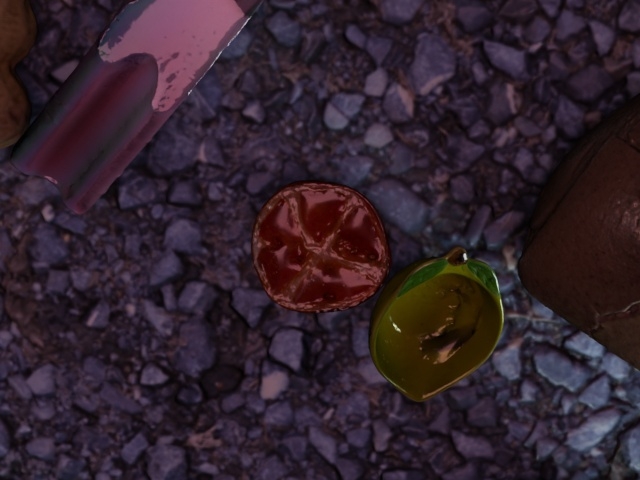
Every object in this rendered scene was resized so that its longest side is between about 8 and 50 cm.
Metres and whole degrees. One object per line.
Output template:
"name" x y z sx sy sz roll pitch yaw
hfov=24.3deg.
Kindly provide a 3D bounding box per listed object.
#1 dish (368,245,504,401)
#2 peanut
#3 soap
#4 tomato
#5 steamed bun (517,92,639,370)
"dish" 0.118 0.074 1.613 0.149 0.080 0.207 2 123 -18
"peanut" -0.353 -0.208 1.573 0.104 0.085 0.228 5 105 -3
"soap" -0.170 -0.193 1.505 0.109 0.193 0.324 36 128 -12
"tomato" 0.000 0.000 1.618 0.156 0.069 0.155 1 107 3
"steamed bun" 0.361 -0.011 1.531 0.251 0.199 0.301 37 104 -4
